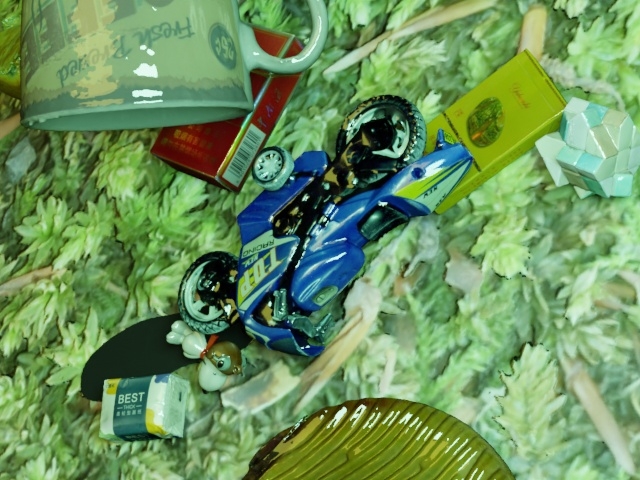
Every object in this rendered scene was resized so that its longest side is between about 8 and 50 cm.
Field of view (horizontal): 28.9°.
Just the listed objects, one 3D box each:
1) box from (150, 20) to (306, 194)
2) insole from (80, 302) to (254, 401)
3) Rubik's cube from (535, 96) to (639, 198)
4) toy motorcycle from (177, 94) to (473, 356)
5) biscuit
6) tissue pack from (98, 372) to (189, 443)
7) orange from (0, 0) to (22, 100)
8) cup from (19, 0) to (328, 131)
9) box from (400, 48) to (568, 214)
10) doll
[{"bbox_3d":[-0.095,-0.146,1.326,0.112,0.048,0.175,21,80,40],"label":"box"},{"bbox_3d":[-0.156,0.108,1.271,0.232,0.003,0.080,-21,58,24],"label":"insole"},{"bbox_3d":[0.226,-0.074,1.053,0.073,0.084,0.075,-57,33,-8],"label":"Rubik's cube"},{"bbox_3d":[0.000,0.000,1.151,0.315,0.113,0.169,-43,54,12],"label":"toy motorcycle"},{"bbox_3d":[0.032,0.282,1.033,0.318,0.040,0.318,-15,61,28],"label":"biscuit"},{"bbox_3d":[-0.175,0.167,1.229,0.083,0.042,0.062,-9,66,30],"label":"tissue pack"},{"bbox_3d":[-0.292,-0.262,1.446,0.179,0.158,0.237,-3,69,40],"label":"orange"},{"bbox_3d":[-0.144,-0.242,1.196,0.301,0.227,0.257,-3,93,1],"label":"cup"},{"bbox_3d":[0.151,-0.101,1.155,0.155,0.023,0.087,-37,49,14],"label":"box"},{"bbox_3d":[-0.110,0.108,1.214,0.058,0.040,0.085,-46,59,23],"label":"doll"}]
